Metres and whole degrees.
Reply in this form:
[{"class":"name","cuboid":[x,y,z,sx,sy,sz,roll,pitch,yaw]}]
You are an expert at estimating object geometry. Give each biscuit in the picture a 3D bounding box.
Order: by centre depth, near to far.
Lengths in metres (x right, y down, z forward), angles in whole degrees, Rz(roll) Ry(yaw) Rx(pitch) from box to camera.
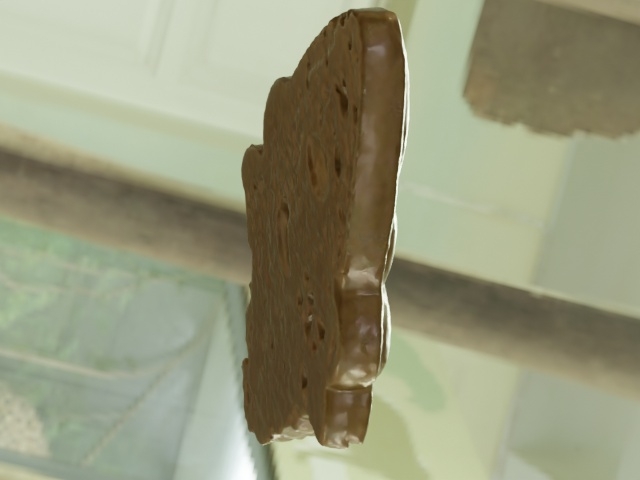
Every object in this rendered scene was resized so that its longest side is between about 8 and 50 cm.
[{"class":"biscuit","cuboid":[0.000,0.000,0.665,0.250,0.035,0.162,106,-28,-52]}]
